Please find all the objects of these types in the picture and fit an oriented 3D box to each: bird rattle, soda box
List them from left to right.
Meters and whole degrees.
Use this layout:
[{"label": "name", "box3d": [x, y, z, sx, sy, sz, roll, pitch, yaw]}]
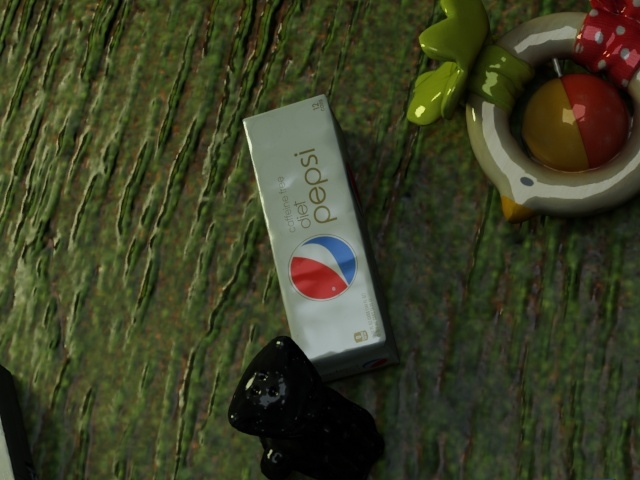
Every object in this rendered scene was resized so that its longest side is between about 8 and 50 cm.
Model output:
[{"label": "soda box", "box3d": [0.000, 0.000, 1.338, 0.074, 0.069, 0.216, -16, 67, 7]}, {"label": "bird rattle", "box3d": [0.198, -0.120, 1.337, 0.253, 0.143, 0.207, -14, 79, -7]}]

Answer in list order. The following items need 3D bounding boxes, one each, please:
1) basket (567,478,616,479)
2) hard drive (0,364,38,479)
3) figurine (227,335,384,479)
[{"label": "basket", "box3d": [0.179, 0.274, 1.128, 0.289, 0.201, 0.255, -8, 70, -1]}, {"label": "hard drive", "box3d": [-0.384, 0.253, 1.332, 0.339, 0.064, 0.237, -19, 68, 4]}, {"label": "figurine", "box3d": [-0.050, 0.183, 1.206, 0.092, 0.209, 0.215, 24, 77, 19]}]
